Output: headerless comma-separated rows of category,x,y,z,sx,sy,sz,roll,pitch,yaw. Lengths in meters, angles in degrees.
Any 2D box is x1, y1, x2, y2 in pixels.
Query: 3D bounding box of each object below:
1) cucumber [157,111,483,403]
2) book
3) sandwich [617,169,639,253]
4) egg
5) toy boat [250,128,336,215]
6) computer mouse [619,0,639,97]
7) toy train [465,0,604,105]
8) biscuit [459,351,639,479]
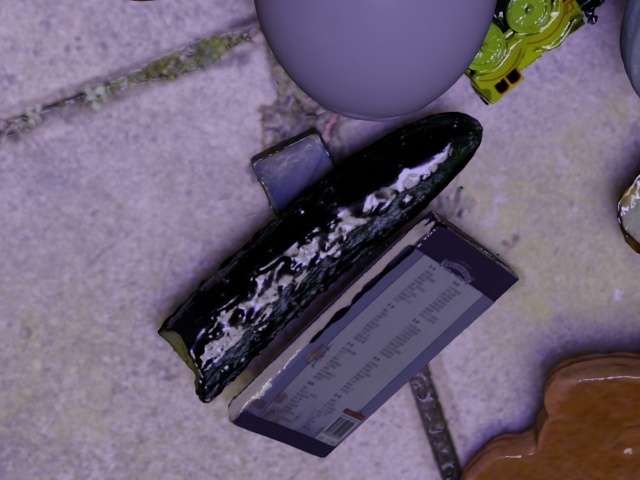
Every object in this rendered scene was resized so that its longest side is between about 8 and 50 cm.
cucumber,0.000,0.000,1.208,0.303,0.081,0.072,-43,146,5
book,0.043,0.080,1.258,0.231,0.026,0.157,-44,148,9
sandwich,0.361,-0.018,1.236,0.215,0.065,0.186,38,101,13
egg,0.038,-0.200,1.089,0.176,0.176,0.232,-9,130,-7
toy boat,-0.006,-0.029,1.245,0.063,0.016,0.115,-25,114,2
computer mouse,0.329,-0.238,1.145,0.331,0.095,0.197,-52,147,-7
toy train,0.203,-0.209,1.193,0.250,0.053,0.085,-39,123,5
biscuit,0.308,0.193,1.352,0.376,0.051,0.269,-5,127,4
